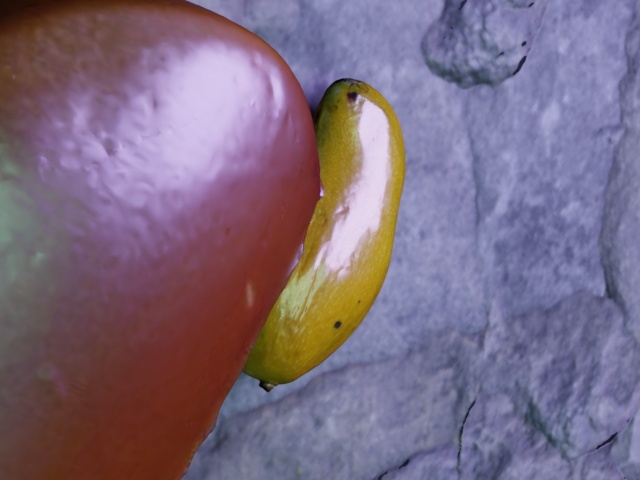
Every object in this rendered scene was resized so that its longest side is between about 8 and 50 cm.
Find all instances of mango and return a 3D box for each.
[{"bbox_3d":[0.000,0.000,1.104,0.098,0.075,0.190,31,76,-46],"label":"mango"}]

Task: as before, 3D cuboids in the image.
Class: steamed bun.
[{"bbox_3d":[-0.189,0.031,0.868,0.248,0.235,0.379,38,79,-39],"label":"steamed bun"}]
